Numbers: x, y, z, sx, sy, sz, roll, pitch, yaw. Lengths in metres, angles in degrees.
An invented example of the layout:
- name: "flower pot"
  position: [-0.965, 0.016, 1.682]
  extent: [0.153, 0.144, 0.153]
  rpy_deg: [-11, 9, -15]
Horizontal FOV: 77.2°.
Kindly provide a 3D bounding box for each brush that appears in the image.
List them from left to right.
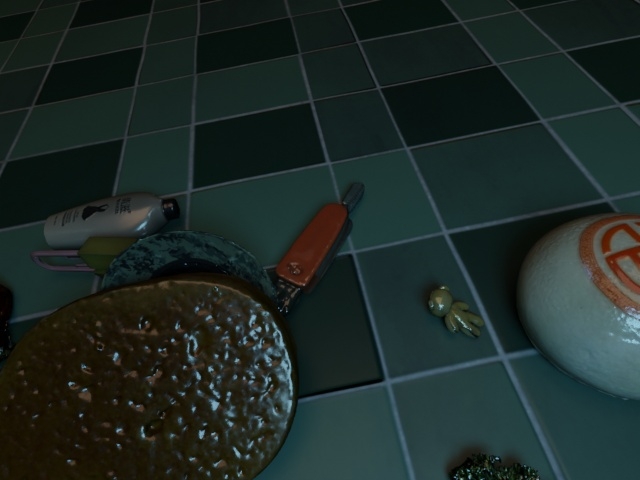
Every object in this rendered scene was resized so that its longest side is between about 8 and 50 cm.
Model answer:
- name: "brush"
  position: [-0.434, 0.038, 0.754]
  extent: [0.234, 0.103, 0.047]
  rpy_deg: [2, 51, 10]
- name: "brush"
  position: [0.000, 0.000, 0.751]
  extent: [0.070, 0.051, 0.323]
  rpy_deg: [20, 59, 24]

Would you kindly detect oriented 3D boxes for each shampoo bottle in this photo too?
- name: "shampoo bottle"
  position: [-0.418, -0.041, 0.823]
  extent: [0.257, 0.078, 0.127]
  rpy_deg: [-12, 49, -4]

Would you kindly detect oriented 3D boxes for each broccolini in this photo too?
- name: "broccolini"
  position: [0.164, 0.366, 0.460]
  extent: [0.271, 0.062, 0.123]
  rpy_deg: [-44, 50, -19]

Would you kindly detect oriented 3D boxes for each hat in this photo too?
- name: "hat"
  position: [-0.203, 0.091, 0.656]
  extent: [0.266, 0.265, 0.128]
  rpy_deg: [-19, 17, -6]

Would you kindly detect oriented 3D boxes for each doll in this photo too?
- name: "doll"
  position: [0.214, 0.115, 0.635]
  extent: [0.093, 0.051, 0.061]
  rpy_deg: [25, 54, 22]

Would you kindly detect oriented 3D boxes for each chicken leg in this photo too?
- name: "chicken leg"
  position: [-0.629, 0.129, 0.745]
  extent: [0.253, 0.051, 0.106]
  rpy_deg: [27, 67, 24]

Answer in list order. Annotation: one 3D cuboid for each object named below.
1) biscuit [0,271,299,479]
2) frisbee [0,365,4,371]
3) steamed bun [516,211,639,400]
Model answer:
- name: "biscuit"
  position: [-0.223, 0.224, 0.542]
  extent: [0.395, 0.070, 0.350]
  rpy_deg: [-6, 82, -3]
- name: "frisbee"
  position: [-0.529, 0.287, 0.635]
  extent: [0.211, 0.012, 0.187]
  rpy_deg: [-11, 52, 1]
- name: "steamed bun"
  position: [0.434, 0.071, 0.558]
  extent: [0.283, 0.177, 0.282]
  rpy_deg: [-4, 53, 5]
